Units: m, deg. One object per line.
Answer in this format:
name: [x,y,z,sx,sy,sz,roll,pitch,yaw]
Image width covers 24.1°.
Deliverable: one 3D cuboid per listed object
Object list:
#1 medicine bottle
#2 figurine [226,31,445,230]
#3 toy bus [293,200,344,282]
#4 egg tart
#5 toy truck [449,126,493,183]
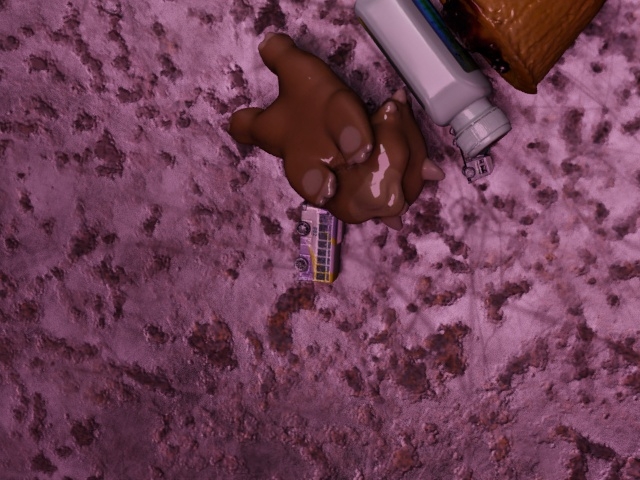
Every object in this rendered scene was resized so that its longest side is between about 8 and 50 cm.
medicine bottle: [0.137,-0.207,1.786,0.083,0.121,0.229,-38,84,16]
figurine: [0.033,-0.121,1.827,0.247,0.173,0.177,32,105,37]
toy bus: [0.000,0.000,1.909,0.058,0.052,0.102,7,104,11]
egg tart: [0.222,-0.283,1.733,0.171,0.215,0.215,-39,91,1]
toy truck: [0.187,-0.115,1.850,0.044,0.039,0.083,-17,96,2]
